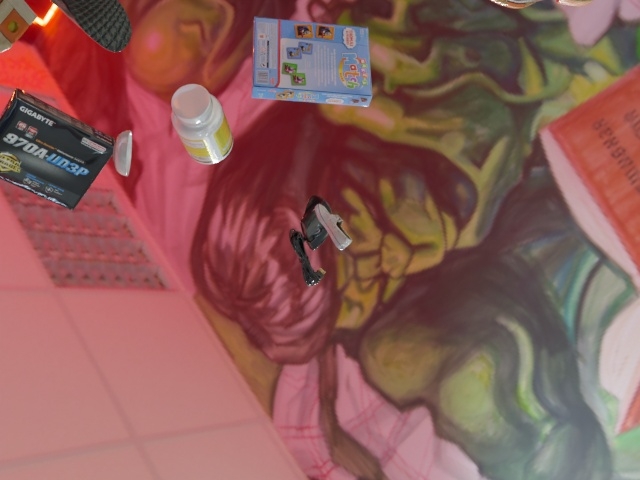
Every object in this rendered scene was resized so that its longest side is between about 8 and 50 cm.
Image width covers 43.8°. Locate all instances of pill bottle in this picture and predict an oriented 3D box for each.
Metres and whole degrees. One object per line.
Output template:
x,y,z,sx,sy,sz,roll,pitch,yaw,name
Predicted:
-0.149,-0.146,0.993,0.065,0.065,0.116,49,171,16,pill bottle

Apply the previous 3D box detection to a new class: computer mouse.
0.000,0.000,2.075,0.262,0.060,0.184,-63,-40,-58,computer mouse

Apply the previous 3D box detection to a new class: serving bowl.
-0.361,-0.159,1.448,0.027,0.083,0.083,5,-149,-8,serving bowl

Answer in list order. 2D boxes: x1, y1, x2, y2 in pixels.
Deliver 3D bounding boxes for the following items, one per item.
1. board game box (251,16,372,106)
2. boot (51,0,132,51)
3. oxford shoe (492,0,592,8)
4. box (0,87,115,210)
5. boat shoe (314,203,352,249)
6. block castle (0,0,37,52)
-0.017,-0.322,1.434,0.212,0.039,0.160,3,-117,-8,board game box
-0.451,-0.444,1.477,0.246,0.083,0.161,44,172,-14,boot
0.511,-0.605,1.788,0.364,0.133,0.130,-9,-92,-24,oxford shoe
-0.553,-0.178,1.603,0.220,0.175,0.051,28,-159,-34,box
0.026,-0.031,1.487,0.035,0.035,0.100,6,-131,-60,boat shoe
-0.711,-0.575,1.609,0.303,0.453,0.213,25,163,29,block castle
